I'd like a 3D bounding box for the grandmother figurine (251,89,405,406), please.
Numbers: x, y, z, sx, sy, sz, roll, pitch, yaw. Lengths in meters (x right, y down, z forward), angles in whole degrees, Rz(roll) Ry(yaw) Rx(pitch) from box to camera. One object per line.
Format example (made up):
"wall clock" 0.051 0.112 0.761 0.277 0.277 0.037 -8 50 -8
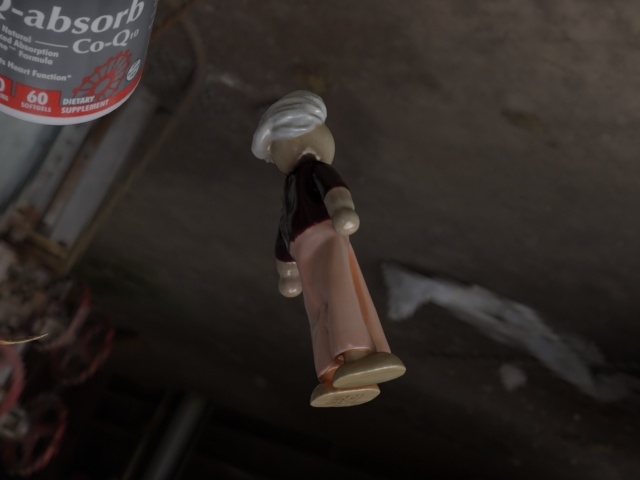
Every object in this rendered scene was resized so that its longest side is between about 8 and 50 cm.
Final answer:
"grandmother figurine" 0.000 0.000 1.577 0.104 0.342 0.208 2 155 -32

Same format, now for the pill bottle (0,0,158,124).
"pill bottle" -0.258 -0.307 1.507 0.210 0.210 0.363 25 139 3

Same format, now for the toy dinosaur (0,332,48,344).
"toy dinosaur" -0.381 0.086 1.558 0.112 0.064 0.211 0 156 14
